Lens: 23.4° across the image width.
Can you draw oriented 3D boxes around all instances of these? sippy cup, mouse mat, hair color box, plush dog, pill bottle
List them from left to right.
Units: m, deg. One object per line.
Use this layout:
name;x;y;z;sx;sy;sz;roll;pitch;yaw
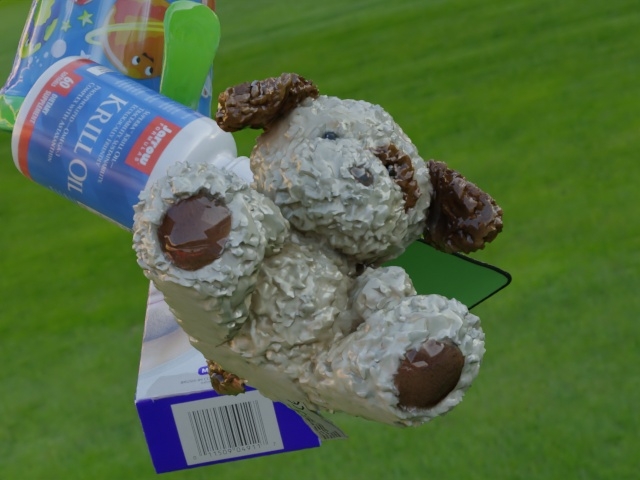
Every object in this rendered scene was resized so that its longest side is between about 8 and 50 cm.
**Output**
sippy cup;-0.206;-0.202;1.581;0.305;0.224;0.240;10;-1;23
pill bottle;-0.152;-0.067;1.368;0.221;0.124;0.124;26;35;17
hair color box;-0.100;0.108;1.743;0.185;0.110;0.339;-10;28;3
plush dog;0.000;0.000;1.127;0.225;0.262;0.210;-62;7;-22
mouse mat;0.055;0.040;1.351;0.152;0.189;0.007;-36;47;38
